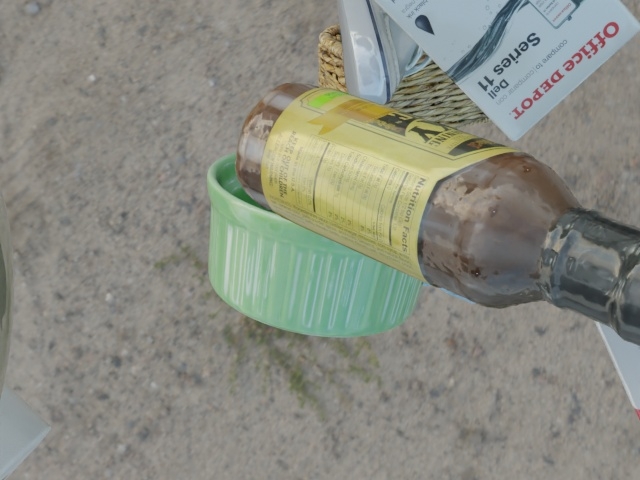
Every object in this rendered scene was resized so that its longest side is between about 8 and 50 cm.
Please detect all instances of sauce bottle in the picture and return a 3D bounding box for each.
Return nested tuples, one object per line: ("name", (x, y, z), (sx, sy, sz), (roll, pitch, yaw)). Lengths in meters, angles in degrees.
("sauce bottle", (0.091, -0.021, 0.700), (0.344, 0.111, 0.111), (25, 122, 36))

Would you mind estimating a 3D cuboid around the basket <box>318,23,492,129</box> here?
("basket", (0.149, -0.304, 1.554), (0.299, 0.213, 0.223), (-14, 146, -7))

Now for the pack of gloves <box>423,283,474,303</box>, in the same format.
("pack of gloves", (0.155, -0.012, 1.490), (0.232, 0.195, 0.046), (17, 134, -15))

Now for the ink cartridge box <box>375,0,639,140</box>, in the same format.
("ink cartridge box", (0.153, -0.213, 0.882), (0.208, 0.087, 0.153), (42, 107, -15))

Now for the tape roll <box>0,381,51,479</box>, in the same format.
("tape roll", (-0.391, 0.202, 0.911), (0.169, 0.246, 0.246), (44, 119, -2))

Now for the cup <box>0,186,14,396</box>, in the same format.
("cup", (-0.310, -0.008, 0.545), (0.331, 0.237, 0.331), (0, 114, -1))

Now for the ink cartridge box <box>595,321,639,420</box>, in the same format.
("ink cartridge box", (0.372, 0.064, 0.690), (0.306, 0.131, 0.226), (-24, 86, 34))

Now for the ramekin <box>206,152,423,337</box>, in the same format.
("ramekin", (0.000, 0.000, 1.272), (0.303, 0.303, 0.148), (14, 112, 12))

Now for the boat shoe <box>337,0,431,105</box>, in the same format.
("boat shoe", (0.102, -0.275, 1.268), (0.157, 0.367, 0.135), (-6, 119, 2))
